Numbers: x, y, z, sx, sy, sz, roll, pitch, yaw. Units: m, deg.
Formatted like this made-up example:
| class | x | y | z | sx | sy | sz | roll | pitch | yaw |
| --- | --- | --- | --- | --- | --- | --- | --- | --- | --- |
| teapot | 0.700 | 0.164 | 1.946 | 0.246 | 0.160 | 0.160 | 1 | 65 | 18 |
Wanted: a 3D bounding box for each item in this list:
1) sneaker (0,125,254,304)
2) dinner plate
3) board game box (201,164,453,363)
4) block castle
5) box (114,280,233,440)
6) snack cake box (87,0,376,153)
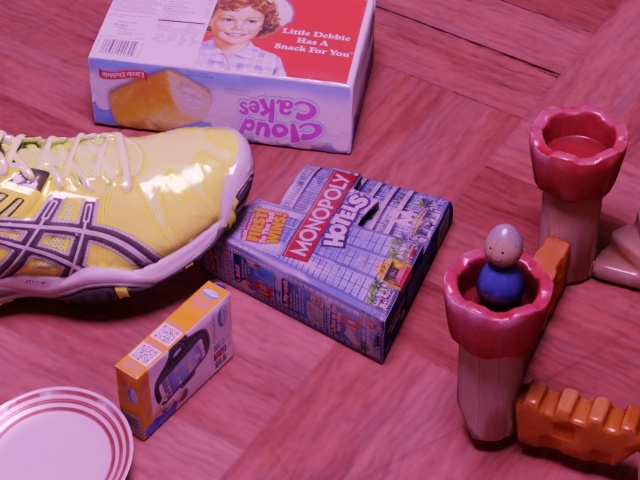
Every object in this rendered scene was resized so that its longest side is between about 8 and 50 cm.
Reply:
| class | x | y | z | sx | sy | sz | roll | pitch | yaw |
| --- | --- | --- | --- | --- | --- | --- | --- | --- | --- |
| sneaker | -0.245 | -0.031 | 1.435 | 0.385 | 0.147 | 0.145 | -17 | 45 | -3 |
| dinner plate | -0.220 | 0.179 | 1.338 | 0.141 | 0.017 | 0.141 | -4 | 50 | 5 |
| board game box | 0.000 | 0.000 | 1.499 | 0.194 | 0.060 | 0.194 | 16 | 47 | 14 |
| block castle | 0.351 | 0.048 | 1.322 | 0.453 | 0.213 | 0.303 | 15 | 43 | 19 |
| box | -0.115 | 0.095 | 1.386 | 0.028 | 0.081 | 0.136 | 29 | 52 | 26 |
| snack cake box | -0.085 | -0.182 | 1.664 | 0.264 | 0.089 | 0.152 | 7 | 43 | 7 |
